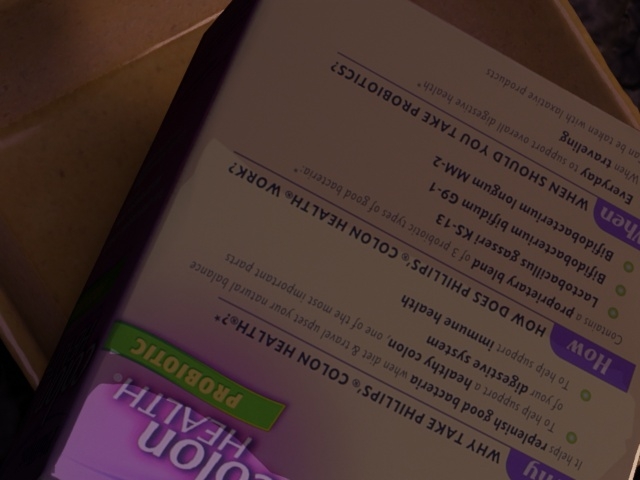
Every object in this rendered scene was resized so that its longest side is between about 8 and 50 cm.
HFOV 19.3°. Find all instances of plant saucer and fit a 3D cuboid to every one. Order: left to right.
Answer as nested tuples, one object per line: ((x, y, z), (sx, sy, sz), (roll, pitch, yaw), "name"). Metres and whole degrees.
((0.000, 0.000, 0.875), (0.333, 0.081, 0.333), (-31, 89, -26), "plant saucer")

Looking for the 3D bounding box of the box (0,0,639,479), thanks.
((0.017, 0.042, 0.761), (0.213, 0.117, 0.243), (28, 66, -13), "box")
